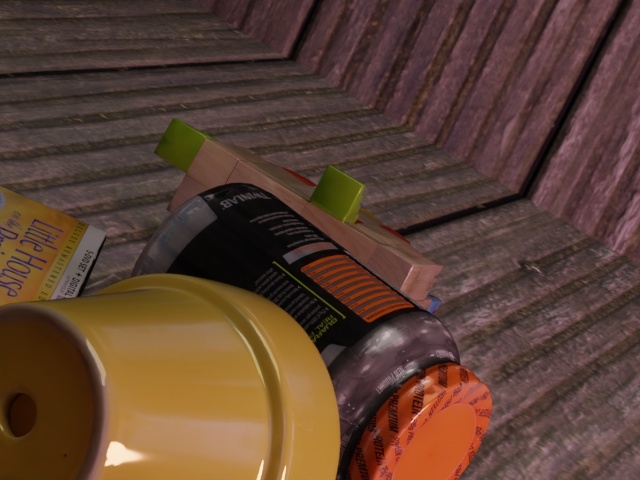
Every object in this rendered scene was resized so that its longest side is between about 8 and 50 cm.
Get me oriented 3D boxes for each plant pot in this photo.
[{"bbox_3d":[-0.151,0.139,1.299,0.254,0.254,0.239,37,9,31],"label":"plant pot"}]

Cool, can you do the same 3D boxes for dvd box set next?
[{"bbox_3d":[-0.431,-0.019,1.730,0.420,0.062,0.307,24,19,-5],"label":"dvd box set"}]

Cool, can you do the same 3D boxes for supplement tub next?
[{"bbox_3d":[-0.012,0.108,1.699,0.338,0.207,0.207,38,22,32],"label":"supplement tub"}]

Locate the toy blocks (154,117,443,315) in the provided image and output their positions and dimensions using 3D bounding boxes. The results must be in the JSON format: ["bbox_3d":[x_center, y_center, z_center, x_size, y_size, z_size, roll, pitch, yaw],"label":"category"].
[{"bbox_3d":[0.000,0.000,2.117,0.381,0.191,0.261,32,8,15],"label":"toy blocks"}]
